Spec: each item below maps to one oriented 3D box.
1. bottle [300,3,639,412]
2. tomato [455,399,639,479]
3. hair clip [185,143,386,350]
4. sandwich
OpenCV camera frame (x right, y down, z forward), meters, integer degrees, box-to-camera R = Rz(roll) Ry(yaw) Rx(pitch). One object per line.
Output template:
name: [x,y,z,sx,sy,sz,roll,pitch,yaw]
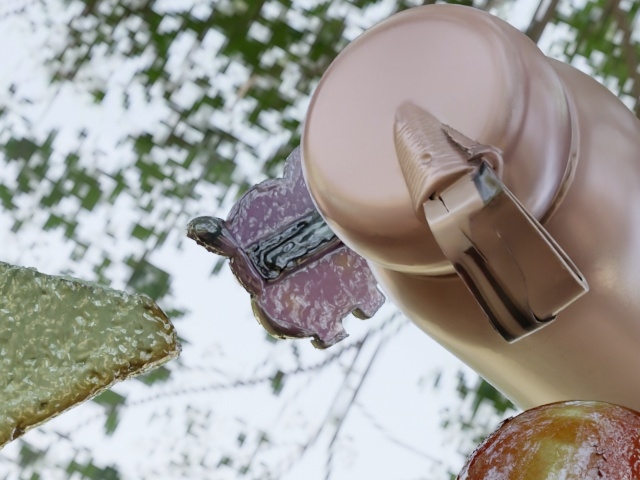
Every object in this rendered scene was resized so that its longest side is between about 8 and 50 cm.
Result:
bottle: [0.120,-0.002,1.001,0.297,0.173,0.206,39,20,-50]
tomato: [0.079,0.088,0.522,0.075,0.087,0.087,-21,-50,35]
hair clip: [-0.003,0.003,1.434,0.146,0.187,0.056,53,-32,1]
sandwich: [-0.288,0.058,1.416,0.254,0.288,0.099,59,-14,6]
